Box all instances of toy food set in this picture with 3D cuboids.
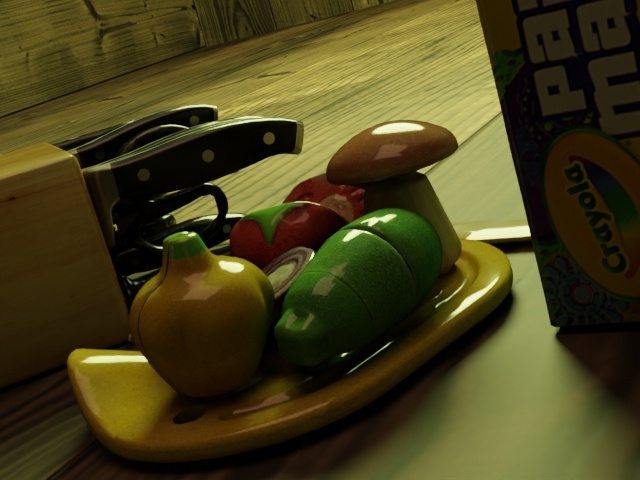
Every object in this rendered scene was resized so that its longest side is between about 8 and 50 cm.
[{"bbox_3d":[0.000,0.000,0.385,0.128,0.071,0.218,-2,20,43],"label":"toy food set"}]

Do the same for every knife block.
[{"bbox_3d":[-0.140,0.012,0.449,0.242,0.088,0.276,-9,15,24],"label":"knife block"}]

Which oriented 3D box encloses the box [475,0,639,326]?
[{"bbox_3d":[0.169,-0.159,0.373,0.177,0.290,0.279,-8,16,29],"label":"box"}]
